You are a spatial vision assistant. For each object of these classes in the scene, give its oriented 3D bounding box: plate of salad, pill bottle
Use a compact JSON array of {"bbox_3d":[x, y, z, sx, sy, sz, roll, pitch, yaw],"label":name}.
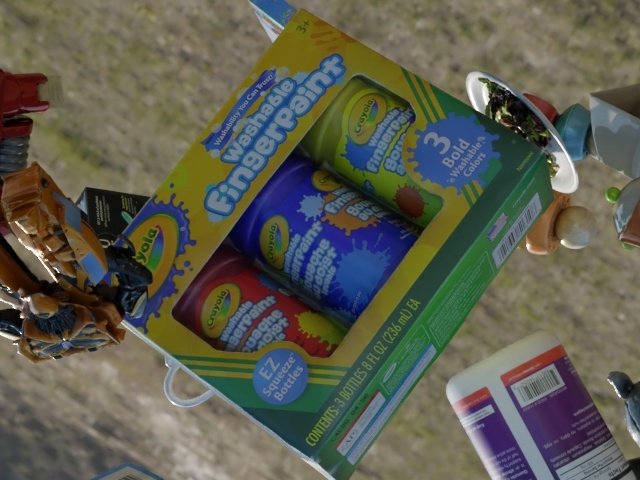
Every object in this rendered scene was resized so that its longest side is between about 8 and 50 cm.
[{"bbox_3d":[0.246,-0.130,1.775,0.200,0.048,0.200,48,171,10],"label":"plate of salad"},{"bbox_3d":[0.325,0.302,1.997,0.323,0.182,0.181,62,170,8],"label":"pill bottle"}]

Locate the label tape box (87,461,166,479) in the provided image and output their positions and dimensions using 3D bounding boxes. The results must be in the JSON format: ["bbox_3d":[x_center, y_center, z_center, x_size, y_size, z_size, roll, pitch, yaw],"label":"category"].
[{"bbox_3d":[-0.319,0.495,1.847,0.115,0.347,0.249,23,-158,27],"label":"label tape box"}]

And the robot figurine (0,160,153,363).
[{"bbox_3d":[-0.301,0.037,1.473,0.211,0.085,0.291,-13,143,10],"label":"robot figurine"}]

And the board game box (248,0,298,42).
[{"bbox_3d":[-0.025,-0.310,2.201,0.160,0.039,0.211,39,179,13],"label":"board game box"}]

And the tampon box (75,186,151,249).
[{"bbox_3d":[-0.268,0.009,1.978,0.161,0.120,0.101,8,145,-28],"label":"tampon box"}]

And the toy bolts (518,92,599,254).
[{"bbox_3d":[0.348,-0.080,2.016,0.159,0.228,0.218,15,175,24],"label":"toy bolts"}]

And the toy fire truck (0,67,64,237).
[{"bbox_3d":[-0.387,-0.121,1.716,0.246,0.217,0.158,-11,-152,-41],"label":"toy fire truck"}]

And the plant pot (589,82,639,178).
[{"bbox_3d":[0.429,-0.144,1.893,0.109,0.109,0.096,38,132,48],"label":"plant pot"}]

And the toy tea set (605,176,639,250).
[{"bbox_3d":[0.435,-0.110,1.649,0.124,0.336,0.200,27,-170,7],"label":"toy tea set"}]

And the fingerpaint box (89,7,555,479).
[{"bbox_3d":[0.000,0.000,1.693,0.371,0.444,0.163,34,171,24],"label":"fingerpaint box"}]

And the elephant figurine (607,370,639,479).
[{"bbox_3d":[0.530,0.325,2.069,0.186,0.239,0.169,-8,138,21],"label":"elephant figurine"}]

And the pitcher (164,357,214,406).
[{"bbox_3d":[-0.141,0.167,2.152,0.207,0.177,0.125,0,-175,7],"label":"pitcher"}]
